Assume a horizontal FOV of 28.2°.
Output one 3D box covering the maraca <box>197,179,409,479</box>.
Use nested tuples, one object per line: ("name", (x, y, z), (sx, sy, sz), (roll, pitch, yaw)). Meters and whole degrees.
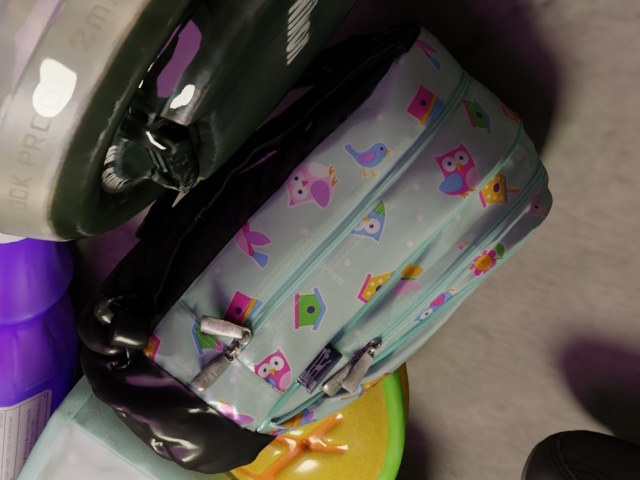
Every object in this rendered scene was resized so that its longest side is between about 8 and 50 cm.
("maraca", (-0.017, 0.049, 0.628), (0.127, 0.099, 0.186), (-8, 101, 39))

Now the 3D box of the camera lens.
("camera lens", (-0.112, -0.151, 0.406), (0.274, 0.219, 0.219), (38, 142, 3))

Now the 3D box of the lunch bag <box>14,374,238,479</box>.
("lunch bag", (-0.070, 0.188, 0.758), (0.223, 0.160, 0.262), (36, 148, 6))

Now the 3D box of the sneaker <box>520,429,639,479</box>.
("sneaker", (0.216, 0.123, 0.529), (0.267, 0.101, 0.106), (19, 118, 23))

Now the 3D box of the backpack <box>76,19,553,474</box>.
("backpack", (0.000, 0.000, 0.513), (0.182, 0.152, 0.115), (-44, 104, 8))

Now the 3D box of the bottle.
("bottle", (-0.203, 0.059, 0.782), (0.118, 0.092, 0.283), (46, 142, 25))
